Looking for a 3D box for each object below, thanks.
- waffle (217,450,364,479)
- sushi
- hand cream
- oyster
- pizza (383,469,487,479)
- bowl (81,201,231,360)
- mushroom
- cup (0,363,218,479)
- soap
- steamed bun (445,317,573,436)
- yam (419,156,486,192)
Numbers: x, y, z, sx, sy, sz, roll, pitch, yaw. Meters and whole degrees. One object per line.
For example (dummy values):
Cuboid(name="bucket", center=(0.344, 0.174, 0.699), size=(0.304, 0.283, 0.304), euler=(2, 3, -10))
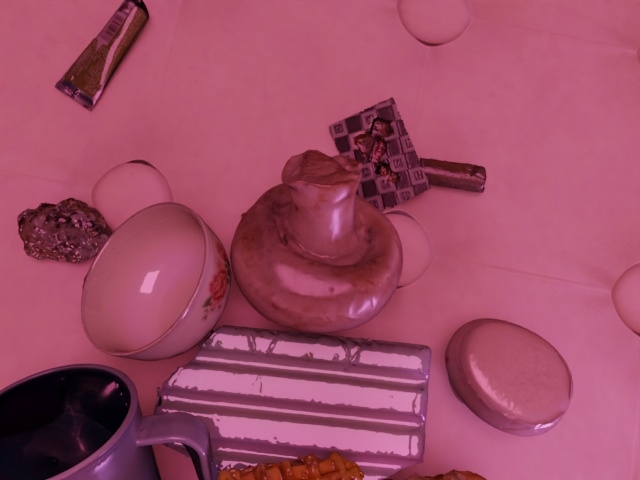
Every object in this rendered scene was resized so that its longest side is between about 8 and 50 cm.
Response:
Cuboid(name="waffle", center=(-0.042, 0.425, 1.060), size=(0.312, 0.060, 0.307), euler=(25, 44, -8))
Cuboid(name="sushi", center=(0.115, -0.154, 1.430), size=(0.139, 0.031, 0.201), euler=(-23, 83, 13))
Cuboid(name="hand cream", center=(-0.408, -0.366, 1.436), size=(0.086, 0.055, 0.235), euler=(33, 86, 6))
Cuboid(name="oyster", center=(-0.455, -0.018, 1.354), size=(0.177, 0.064, 0.125), euler=(-7, 84, -5))
Cuboid(name="pizza", center=(0.137, 0.420, 1.223), size=(0.288, 0.280, 0.075), euler=(-7, 64, 5))
Cuboid(name="bowl", center=(-0.259, 0.084, 1.278), size=(0.277, 0.145, 0.277), euler=(-18, 56, 29))
Cuboid(name="mushroom", center=(0.000, 0.000, 1.246), size=(0.297, 0.290, 0.297), euler=(6, 47, -6))
Cuboid(name="cup", center=(-0.336, 0.374, 1.135), size=(0.331, 0.257, 0.311), euler=(-23, 122, -25))
Cuboid(name="soap", center=(-0.049, 0.287, 1.269), size=(0.446, 0.156, 0.261), euler=(6, 81, -3))
Cuboid(name="steamed bun", center=(0.321, 0.239, 1.315), size=(0.228, 0.131, 0.177), euler=(34, 69, 5))
Cuboid(name="yam", center=(0.251, -0.124, 1.423), size=(0.132, 0.054, 0.054), euler=(9, 78, -1))
